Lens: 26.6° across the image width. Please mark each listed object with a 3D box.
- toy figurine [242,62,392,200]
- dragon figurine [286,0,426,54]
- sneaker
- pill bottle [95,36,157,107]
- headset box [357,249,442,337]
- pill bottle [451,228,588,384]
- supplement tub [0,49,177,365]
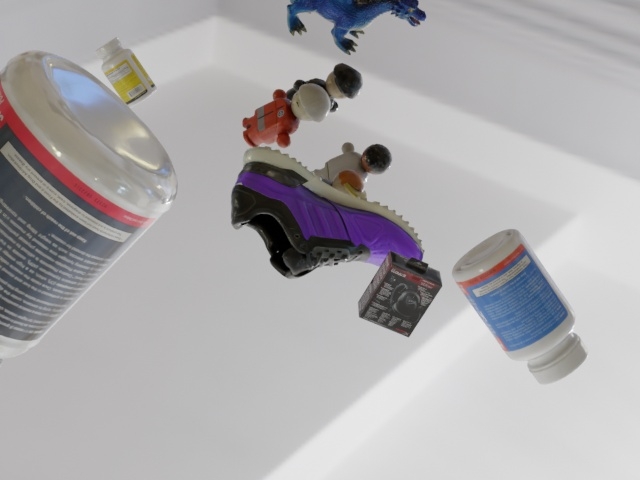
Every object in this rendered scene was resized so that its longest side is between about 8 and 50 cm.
[{"bbox_3d":[0.006,-0.149,2.063,0.148,0.209,0.213,-24,-173,27],"label":"toy figurine"},{"bbox_3d":[0.012,-0.357,1.907,0.289,0.144,0.085,24,-135,2],"label":"dragon figurine"},{"bbox_3d":[-0.001,0.000,1.876,0.293,0.102,0.146,27,-119,-14],"label":"sneaker"},{"bbox_3d":[-0.345,-0.297,2.386,0.065,0.116,0.065,-31,-166,9],"label":"pill bottle"},{"bbox_3d":[0.086,0.054,1.435,0.062,0.083,0.032,22,-153,-14],"label":"headset box"},{"bbox_3d":[0.305,0.103,2.033,0.221,0.124,0.124,55,-146,-9],"label":"pill bottle"},{"bbox_3d":[-0.280,-0.017,1.220,0.191,0.272,0.191,43,-167,-12],"label":"supplement tub"}]
